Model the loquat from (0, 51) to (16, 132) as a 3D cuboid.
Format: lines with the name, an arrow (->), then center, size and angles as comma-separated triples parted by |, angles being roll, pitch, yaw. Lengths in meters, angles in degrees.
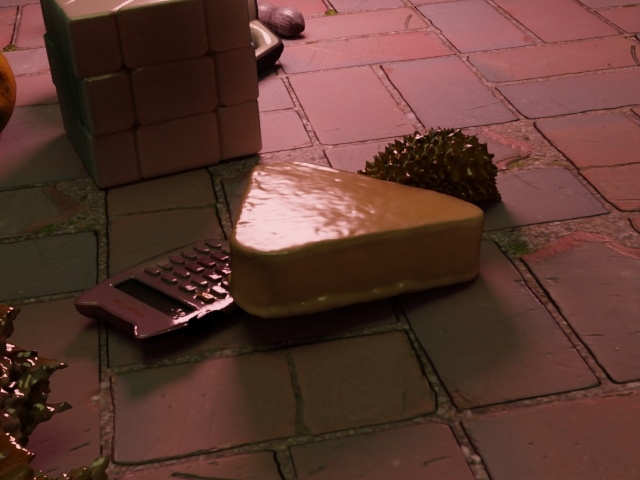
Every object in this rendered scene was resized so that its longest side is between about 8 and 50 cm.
loquat -> -0.689, -0.280, 1.939 | 0.244, 0.244, 0.244 | -3, 29, 1

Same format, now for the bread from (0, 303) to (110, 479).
bread -> -0.399, 0.211, 1.083 | 0.370, 0.191, 0.314 | 19, 29, 13

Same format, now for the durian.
durian -> 0.157, -0.113, 1.656 | 0.250, 0.138, 0.183 | -16, 38, -12

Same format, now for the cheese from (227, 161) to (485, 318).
cheese -> -0.001, -0.001, 1.446 | 0.384, 0.104, 0.384 | 2, 23, -1

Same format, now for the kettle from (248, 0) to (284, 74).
kettle -> -0.298, -0.446, 2.224 | 0.361, 0.250, 0.377 | 39, 44, 24

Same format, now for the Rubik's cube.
Rubik's cube -> -0.313, -0.320, 1.885 | 0.319, 0.316, 0.322 | -14, 30, -19

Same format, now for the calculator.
calculator -> -0.185, 0.069, 1.461 | 0.194, 0.043, 0.294 | 21, 34, 38

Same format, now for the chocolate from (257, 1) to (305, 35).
chocolate -> -0.105, -0.534, 2.492 | 0.167, 0.072, 0.072 | 22, 38, 39
